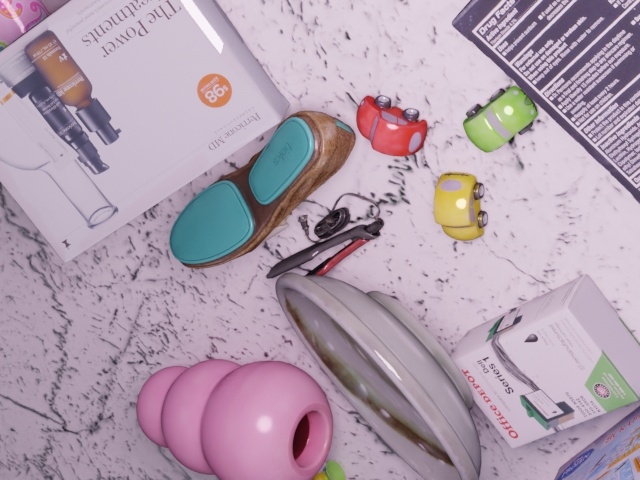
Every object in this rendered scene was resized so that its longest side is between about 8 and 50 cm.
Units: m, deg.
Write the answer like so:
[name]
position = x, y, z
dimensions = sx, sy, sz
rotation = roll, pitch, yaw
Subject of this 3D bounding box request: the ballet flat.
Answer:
[ballet flat]
position = -0.069, -0.064, 1.838
dimensions = 0.342, 0.124, 0.116
rotation = -43, 64, 38

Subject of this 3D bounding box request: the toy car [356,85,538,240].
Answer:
[toy car]
position = 0.174, -0.119, 1.702
dimensions = 0.239, 0.053, 0.225
rotation = 49, 131, -8

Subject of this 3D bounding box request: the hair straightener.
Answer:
[hair straightener]
position = 0.000, 0.000, 1.886
dimensions = 0.089, 0.047, 0.230
rotation = 49, 131, -8

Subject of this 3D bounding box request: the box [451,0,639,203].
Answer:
[box]
position = 0.357, -0.252, 1.420
dimensions = 0.294, 0.183, 0.296
rotation = 43, 130, -3

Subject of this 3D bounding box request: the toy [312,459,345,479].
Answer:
[toy]
position = -0.048, 0.418, 2.190
dimensions = 0.237, 0.056, 0.137
rotation = -37, 94, 36

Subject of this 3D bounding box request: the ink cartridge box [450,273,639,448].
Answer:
[ink cartridge box]
position = 0.302, 0.165, 1.791
dimensions = 0.219, 0.092, 0.160
rotation = -32, 100, 40

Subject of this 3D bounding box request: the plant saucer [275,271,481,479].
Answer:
[plant saucer]
position = 0.101, 0.178, 1.840
dimensions = 0.400, 0.100, 0.400
rotation = 46, 168, 13

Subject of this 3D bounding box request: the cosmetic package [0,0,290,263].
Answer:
[cosmetic package]
position = -0.276, -0.185, 1.805
dimensions = 0.377, 0.097, 0.284
rotation = -32, 106, 18

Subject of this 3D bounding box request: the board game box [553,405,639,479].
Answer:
[board game box]
position = 0.374, 0.331, 1.711
dimensions = 0.066, 0.318, 0.318
rotation = 40, 132, 0

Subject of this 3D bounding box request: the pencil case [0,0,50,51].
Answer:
[pencil case]
position = -0.451, -0.326, 1.883
dimensions = 0.124, 0.124, 0.284
rotation = -18, 110, 37

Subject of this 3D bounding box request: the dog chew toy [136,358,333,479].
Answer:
[dog chew toy]
position = -0.146, 0.272, 2.064
dimensions = 0.332, 0.206, 0.206
rotation = 8, 124, 36
